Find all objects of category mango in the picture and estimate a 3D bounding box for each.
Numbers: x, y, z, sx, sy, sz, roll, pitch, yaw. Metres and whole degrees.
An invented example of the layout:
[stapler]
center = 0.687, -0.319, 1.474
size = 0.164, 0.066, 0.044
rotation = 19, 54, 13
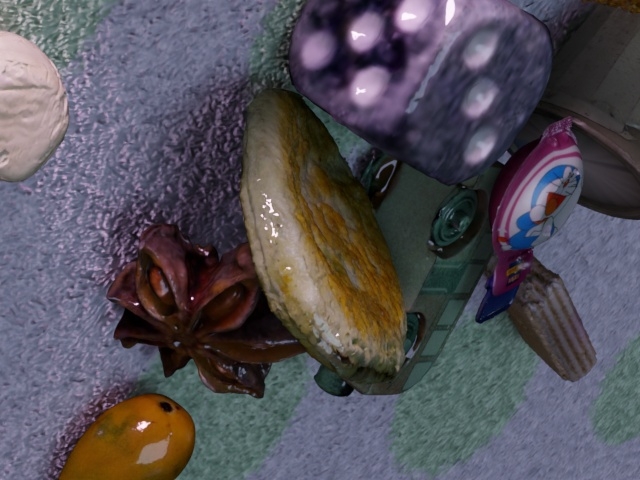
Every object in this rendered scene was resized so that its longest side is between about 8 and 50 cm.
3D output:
[mango]
center = -0.200, 0.223, 1.505
size = 0.163, 0.089, 0.111
rotation = -34, 140, -10

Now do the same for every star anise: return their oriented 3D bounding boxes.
[star anise]
center = -0.100, 0.061, 1.435
size = 0.214, 0.099, 0.220
rotation = 12, 141, -14

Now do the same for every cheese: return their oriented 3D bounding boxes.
[cheese]
center = 0.218, -0.018, 1.569
size = 0.155, 0.062, 0.244
rotation = -21, 135, -48

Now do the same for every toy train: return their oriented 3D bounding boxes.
[toy train]
center = 0.095, 0.025, 1.618
size = 0.159, 0.129, 0.326
rotation = 5, 115, -54

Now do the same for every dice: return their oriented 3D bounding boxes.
[dice]
center = 0.094, -0.171, 1.412
size = 0.182, 0.181, 0.183
rotation = 20, 106, -51

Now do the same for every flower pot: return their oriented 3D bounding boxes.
[flower pot]
center = 0.334, -0.158, 1.662
size = 0.202, 0.212, 0.212
rotation = -52, 143, -12

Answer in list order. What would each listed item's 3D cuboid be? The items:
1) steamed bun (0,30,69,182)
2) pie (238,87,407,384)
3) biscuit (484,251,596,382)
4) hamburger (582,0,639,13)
[steamed bun]
center = -0.262, -0.112, 1.172
size = 0.112, 0.091, 0.130
rotation = -57, 143, 3
[pie]
center = 0.000, 0.000, 1.408
size = 0.070, 0.323, 0.323
rotation = -22, 145, 15
[biscuit]
center = 0.273, 0.087, 1.861
size = 0.062, 0.108, 0.239
rotation = -41, 142, -5
[hamburger]
center = 0.270, -0.310, 1.400
size = 0.276, 0.294, 0.179
rotation = -10, 111, -56
